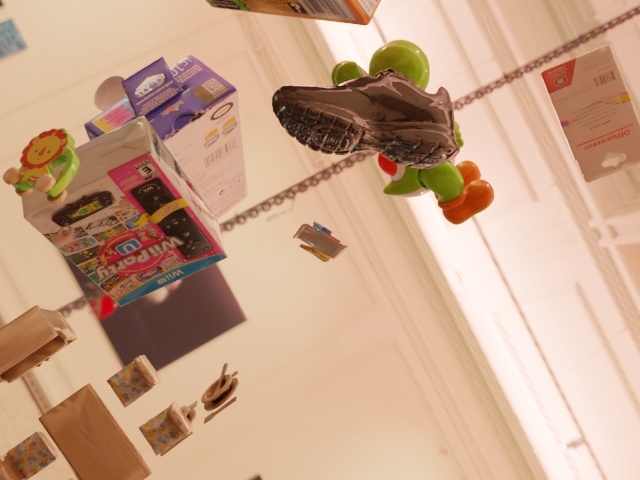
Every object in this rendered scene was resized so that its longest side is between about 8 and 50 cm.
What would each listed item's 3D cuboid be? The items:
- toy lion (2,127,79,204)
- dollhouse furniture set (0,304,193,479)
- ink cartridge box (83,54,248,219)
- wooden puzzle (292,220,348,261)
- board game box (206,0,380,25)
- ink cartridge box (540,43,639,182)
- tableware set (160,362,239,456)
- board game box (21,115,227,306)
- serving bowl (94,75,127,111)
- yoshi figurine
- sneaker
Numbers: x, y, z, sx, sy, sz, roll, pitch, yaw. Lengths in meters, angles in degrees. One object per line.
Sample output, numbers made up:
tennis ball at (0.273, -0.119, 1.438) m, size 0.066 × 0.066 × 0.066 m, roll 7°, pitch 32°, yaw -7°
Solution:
toy lion at (-0.328, -0.095, 0.949) m, size 0.100 × 0.096 × 0.034 m, roll 13°, pitch -28°, yaw 33°
dollhouse furniture set at (-0.307, 0.210, 0.959) m, size 0.242 × 0.212 × 0.161 m, roll 54°, pitch -10°, yaw 2°
ink cartridge box at (-0.295, -0.176, 1.568) m, size 0.151 × 0.270 × 0.395 m, roll 39°, pitch -27°, yaw 22°
wooden puzzle at (0.000, 0.000, 1.121) m, size 0.079 × 0.014 × 0.116 m, roll 29°, pitch -20°, yaw -12°
board game box at (-0.070, -0.591, 1.185) m, size 0.357 × 0.356 × 0.356 m, roll 19°, pitch -12°, yaw 37°
ink cartridge box at (0.452, -0.206, 1.292) m, size 0.198 × 0.115 × 0.067 m, roll 69°, pitch 16°, yaw -2°
tableware set at (-0.243, 0.320, 1.526) m, size 0.039 × 0.194 × 0.128 m, roll 51°, pitch 6°, yaw -16°
board game box at (-0.319, -0.037, 1.322) m, size 0.303 × 0.224 × 0.097 m, roll 61°, pitch 5°, yaw -54°
serving bowl at (-0.430, -0.301, 1.639) m, size 0.083 × 0.083 × 0.027 m, roll 49°, pitch 4°, yaw 33°
yoshi figurine at (0.184, -0.215, 1.417) m, size 0.362 × 0.203 × 0.203 m, roll 44°, pitch -34°, yaw -21°
sneaker at (0.067, -0.191, 1.150) m, size 0.109 × 0.286 × 0.130 m, roll 144°, pitch -47°, yaw -63°
